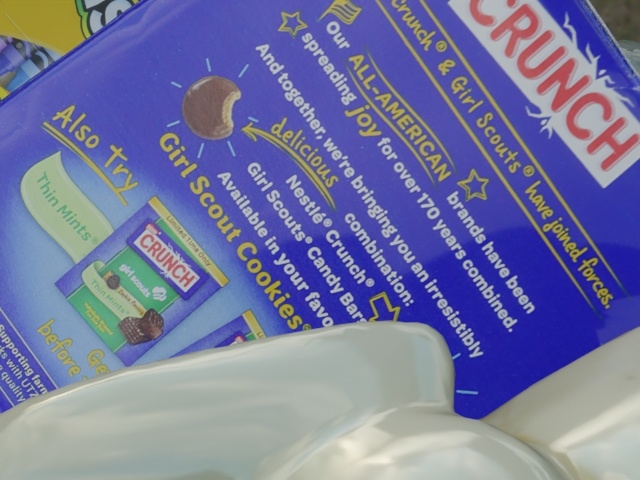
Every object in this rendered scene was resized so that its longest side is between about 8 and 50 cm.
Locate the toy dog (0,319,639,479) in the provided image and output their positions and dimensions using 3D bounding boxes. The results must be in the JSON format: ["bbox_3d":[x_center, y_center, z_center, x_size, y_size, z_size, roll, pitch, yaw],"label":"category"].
[{"bbox_3d":[0.099,0.250,0.532,0.396,0.284,0.407,-13,61,-11],"label":"toy dog"}]

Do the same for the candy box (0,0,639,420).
[{"bbox_3d":[0.000,0.000,0.813,0.317,0.122,0.268,-35,93,3],"label":"candy box"}]

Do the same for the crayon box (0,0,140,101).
[{"bbox_3d":[-0.154,-0.161,1.311,0.313,0.106,0.363,-43,136,-4],"label":"crayon box"}]

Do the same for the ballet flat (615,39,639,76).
[{"bbox_3d":[0.154,-0.014,1.003,0.068,0.072,0.213,20,82,-8],"label":"ballet flat"}]
